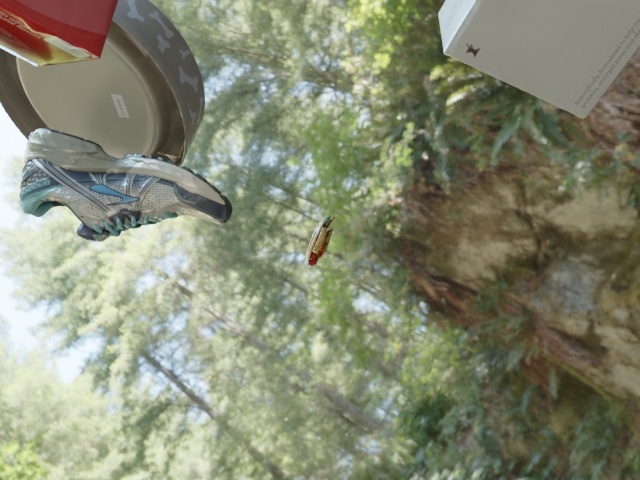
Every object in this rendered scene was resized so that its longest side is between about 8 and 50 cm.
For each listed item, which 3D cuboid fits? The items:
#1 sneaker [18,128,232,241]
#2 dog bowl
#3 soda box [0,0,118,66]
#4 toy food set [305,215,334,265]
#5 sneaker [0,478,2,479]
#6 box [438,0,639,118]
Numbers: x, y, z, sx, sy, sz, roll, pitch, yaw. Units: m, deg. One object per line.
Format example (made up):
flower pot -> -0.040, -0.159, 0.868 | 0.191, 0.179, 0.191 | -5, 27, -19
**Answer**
sneaker -> -0.256, -0.048, 1.056 | 0.110, 0.282, 0.122 | 82, -158, -79
dog bowl -> -0.327, -0.233, 1.204 | 0.102, 0.348, 0.349 | -58, -38, -40
soda box -> -0.238, -0.197, 0.455 | 0.263, 0.083, 0.092 | 24, -104, -48
toy food set -> 0.000, 0.000, 1.222 | 0.083, 0.020, 0.083 | -61, -10, -45
sneaker -> -0.511, 0.341, 0.951 | 0.410, 0.158, 0.182 | 36, -139, -11
box -> 0.249, -0.260, 0.863 | 0.181, 0.119, 0.181 | 22, -54, -12
